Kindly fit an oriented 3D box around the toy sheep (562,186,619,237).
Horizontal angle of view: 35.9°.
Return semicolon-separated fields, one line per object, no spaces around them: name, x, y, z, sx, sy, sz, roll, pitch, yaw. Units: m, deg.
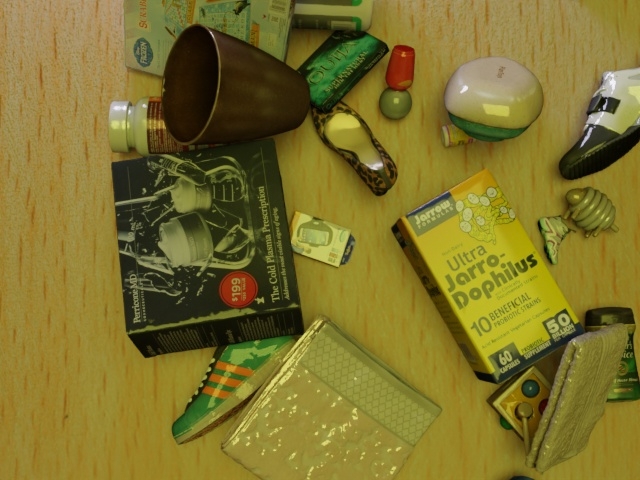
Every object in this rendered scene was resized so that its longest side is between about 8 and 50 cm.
toy sheep;0.540;-0.056;1.963;0.132;0.091;0.091;39;85;-13

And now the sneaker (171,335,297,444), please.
sneaker;-0.181;0.265;1.912;0.302;0.108;0.121;-40;77;-6

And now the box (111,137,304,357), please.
box;-0.209;0.016;1.849;0.312;0.179;0.343;-10;69;-1

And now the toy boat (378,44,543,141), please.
toy boat;0.273;-0.279;1.930;0.318;0.267;0.148;16;121;14

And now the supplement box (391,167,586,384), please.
supplement box;0.311;0.071;1.889;0.194;0.195;0.357;-30;86;-4

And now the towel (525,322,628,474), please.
towel;0.477;0.294;1.829;0.049;0.187;0.282;28;114;36

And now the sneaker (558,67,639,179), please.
sneaker;0.586;-0.256;1.977;0.330;0.122;0.146;-38;69;-3

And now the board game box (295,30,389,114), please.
board game box;0.030;-0.346;1.966;0.186;0.026;0.126;-46;54;-9

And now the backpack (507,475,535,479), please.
backpack;0.395;0.513;1.904;0.101;0.098;0.120;-26;85;-33

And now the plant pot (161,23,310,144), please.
plant pot;-0.142;-0.270;1.817;0.230;0.215;0.216;4;84;-37

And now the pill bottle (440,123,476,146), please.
pill bottle;0.287;-0.216;1.989;0.083;0.043;0.043;-10;85;-2

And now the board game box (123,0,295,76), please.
board game box;-0.213;-0.416;1.865;0.317;0.319;0.066;15;56;-1

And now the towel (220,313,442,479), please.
towel;0.028;0.356;1.874;0.332;0.053;0.317;39;85;-18

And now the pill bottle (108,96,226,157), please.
pill bottle;-0.297;-0.221;1.937;0.221;0.121;0.121;1;85;-1

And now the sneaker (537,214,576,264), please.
sneaker;0.480;-0.004;1.978;0.069;0.038;0.098;-13;86;-2

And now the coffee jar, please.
coffee jar;0.573;0.223;1.940;0.096;0.079;0.185;-4;85;-2

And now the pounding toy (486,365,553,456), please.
pounding toy;0.401;0.335;1.914;0.141;0.100;0.130;-42;87;-4

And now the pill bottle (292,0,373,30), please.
pill bottle;-0.074;-0.519;1.926;0.360;0.204;0.204;3;85;0

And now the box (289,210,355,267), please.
box;0.000;0.000;1.972;0.136;0.028;0.081;18;84;2

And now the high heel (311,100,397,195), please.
high heel;0.061;-0.205;1.911;0.093;0.186;0.261;-35;87;-3
